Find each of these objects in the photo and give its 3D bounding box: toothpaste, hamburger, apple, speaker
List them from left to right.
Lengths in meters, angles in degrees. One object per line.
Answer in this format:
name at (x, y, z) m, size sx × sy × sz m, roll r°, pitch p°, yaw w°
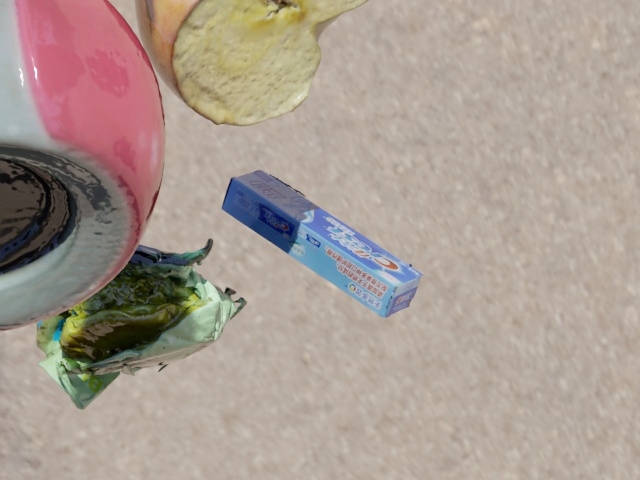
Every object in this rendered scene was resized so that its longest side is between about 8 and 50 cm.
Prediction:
speaker at (-0.261, -0.066, 1.118) m, size 0.294 × 0.294 × 0.294 m, roll -7°, pitch 65°, yaw 16°
hamburger at (-0.231, 0.109, 1.965) m, size 0.260 × 0.276 × 0.150 m, roll -12°, pitch 64°, yaw 7°
apple at (-0.080, -0.281, 1.655) m, size 0.163 × 0.251 × 0.293 m, roll 42°, pitch 101°, yaw 37°
toothpaste at (0.000, 0.000, 2.011) m, size 0.272 × 0.066 × 0.053 m, roll 34°, pitch 118°, yaw 25°
